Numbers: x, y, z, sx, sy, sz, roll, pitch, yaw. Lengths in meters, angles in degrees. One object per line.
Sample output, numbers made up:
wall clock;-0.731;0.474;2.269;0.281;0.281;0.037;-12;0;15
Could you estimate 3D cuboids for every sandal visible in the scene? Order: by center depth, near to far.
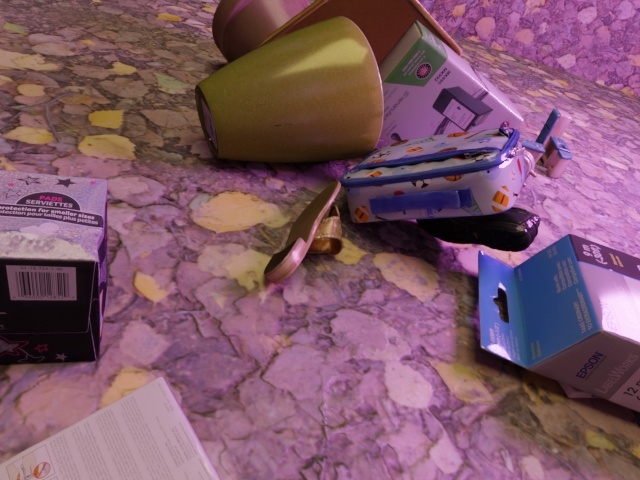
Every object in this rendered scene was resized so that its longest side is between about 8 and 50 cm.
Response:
sandal;-0.004;0.003;0.787;0.079;0.088;0.240;47;42;-14

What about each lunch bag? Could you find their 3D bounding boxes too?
lunch bag;0.200;-0.112;0.863;0.304;0.114;0.243;-5;21;33

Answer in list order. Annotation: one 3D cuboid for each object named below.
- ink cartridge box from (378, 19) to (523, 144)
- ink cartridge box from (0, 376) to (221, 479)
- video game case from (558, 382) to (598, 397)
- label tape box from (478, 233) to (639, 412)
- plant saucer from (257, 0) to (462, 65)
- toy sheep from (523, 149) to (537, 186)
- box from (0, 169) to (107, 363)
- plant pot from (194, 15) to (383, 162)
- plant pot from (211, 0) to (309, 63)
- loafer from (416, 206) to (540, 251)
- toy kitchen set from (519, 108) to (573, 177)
ink cartridge box;0.245;-0.279;1.059;0.289;0.211;0.121;29;33;-21
ink cartridge box;-0.188;0.226;0.436;0.179;0.045;0.145;-28;54;-23
video game case;0.397;0.170;0.764;0.143;0.019;0.157;5;37;-18
label tape box;0.421;0.109;0.742;0.348;0.115;0.249;22;34;2
plant saucer;0.088;-0.443;1.101;0.333;0.333;0.080;22;58;-44
toy sheep;0.478;-0.182;1.214;0.091;0.091;0.132;21;22;4
box;-0.354;0.023;0.510;0.248;0.163;0.142;3;40;-21
plant pot;-0.076;-0.260;0.953;0.294;0.274;0.274;-18;47;-19
plant pot;-0.107;-0.494;1.261;0.263;0.263;0.229;-16;65;-38
loafer;0.273;-0.035;0.885;0.223;0.076;0.078;14;46;42
toy kitchen set;0.593;-0.284;1.361;0.166;0.122;0.207;17;36;-2
